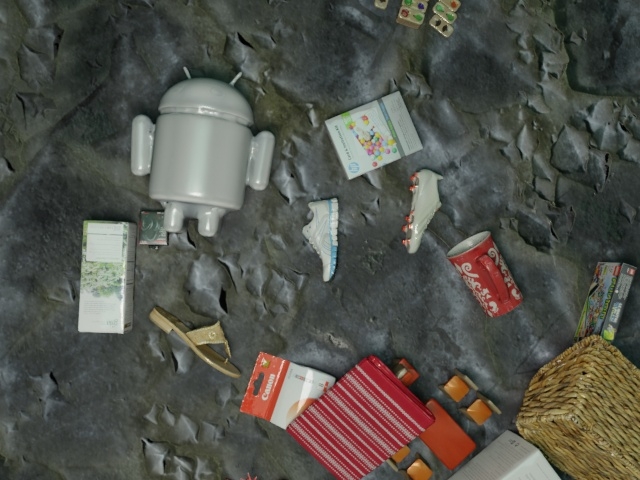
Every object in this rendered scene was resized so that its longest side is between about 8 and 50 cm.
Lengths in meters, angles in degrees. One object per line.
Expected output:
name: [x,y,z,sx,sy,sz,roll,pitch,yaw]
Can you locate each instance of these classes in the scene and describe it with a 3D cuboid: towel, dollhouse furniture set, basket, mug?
towel: [0.082,0.384,1.406,0.199,0.031,0.275,44,113,-2]
dollhouse furniture set: [0.230,0.387,1.465,0.262,0.135,0.259,-44,93,-5]
basket: [0.603,0.390,1.483,0.299,0.213,0.223,39,58,-12]
mug: [0.367,0.085,1.487,0.113,0.150,0.169,-28,98,28]

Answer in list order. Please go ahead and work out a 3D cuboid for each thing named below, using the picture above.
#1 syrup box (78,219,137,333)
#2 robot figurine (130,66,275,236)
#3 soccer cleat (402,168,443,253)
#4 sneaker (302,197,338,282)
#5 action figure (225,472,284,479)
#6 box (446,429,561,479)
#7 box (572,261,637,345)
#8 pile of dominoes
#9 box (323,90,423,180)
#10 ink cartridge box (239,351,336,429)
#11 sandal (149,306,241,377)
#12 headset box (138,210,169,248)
syrup box: [-0.451,0.077,1.422,0.093,0.096,0.236,2,89,-4]
robot figurine: [-0.249,-0.185,1.394,0.300,0.200,0.353,8,88,-7]
soccer cleat: [0.235,-0.065,1.511,0.076,0.068,0.196,10,85,-9]
sneaker: [0.000,0.000,1.490,0.083,0.071,0.190,-1,81,0]
action figure: [-0.201,0.581,1.438,0.280,0.091,0.139,-31,103,-5]
box: [0.374,0.623,1.460,0.345,0.168,0.215,-37,93,-6]
box: [0.647,0.152,1.523,0.036,0.114,0.206,19,87,-5]
pile of dominoes: [0.247,-0.613,1.533,0.196,0.040,0.251,17,88,-5]
box: [0.119,-0.237,1.515,0.186,0.038,0.145,-23,91,-5]
ink cartridge box: [-0.072,0.343,1.483,0.179,0.045,0.145,20,87,-8]
sandal: [-0.253,0.199,1.444,0.240,0.088,0.079,35,92,1]
headset box: [-0.365,-0.023,1.464,0.062,0.032,0.083,2,87,-6]
